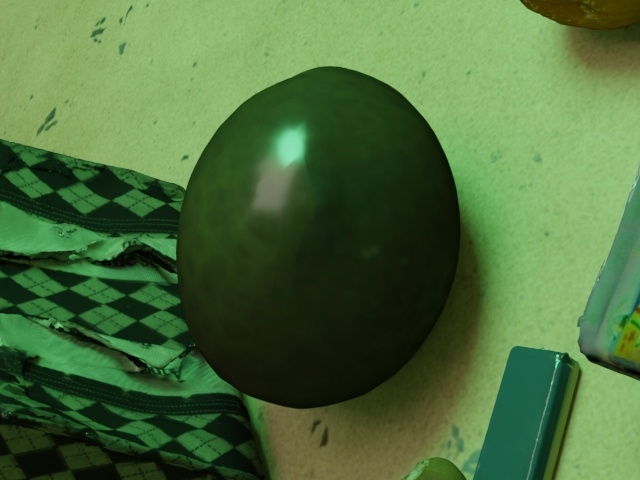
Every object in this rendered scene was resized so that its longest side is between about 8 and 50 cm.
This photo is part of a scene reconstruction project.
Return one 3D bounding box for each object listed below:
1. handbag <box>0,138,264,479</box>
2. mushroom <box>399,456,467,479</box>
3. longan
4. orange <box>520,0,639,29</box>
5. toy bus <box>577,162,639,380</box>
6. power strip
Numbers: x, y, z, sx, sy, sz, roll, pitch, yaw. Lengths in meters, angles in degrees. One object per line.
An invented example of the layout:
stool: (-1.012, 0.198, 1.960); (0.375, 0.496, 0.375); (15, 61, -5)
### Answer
handbag: (-0.247, 0.081, 1.279); (0.180, 0.317, 0.416); (-45, 42, 27)
mushroom: (0.039, 0.254, 1.077); (0.209, 0.071, 0.084); (-36, 78, 30)
longan: (0.000, 0.000, 1.142); (0.243, 0.300, 0.300); (26, 87, 9)
orange: (0.229, -0.257, 1.091); (0.178, 0.178, 0.155); (-10, 64, 43)
toy bus: (0.282, -0.048, 0.892); (0.138, 0.112, 0.316); (11, 80, 63)
power strip: (0.163, 0.143, 1.037); (0.056, 0.032, 0.123); (3, 69, 46)
